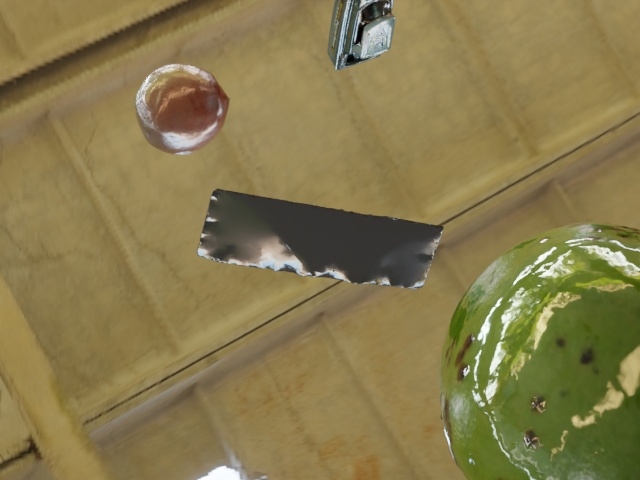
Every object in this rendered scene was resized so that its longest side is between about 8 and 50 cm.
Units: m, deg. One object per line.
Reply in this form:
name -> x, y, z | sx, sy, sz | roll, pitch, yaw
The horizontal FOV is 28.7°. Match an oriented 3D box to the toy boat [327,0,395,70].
toy boat -> 0.043, -0.222, 1.178 | 0.055, 0.141, 0.060 | -22, -123, -26

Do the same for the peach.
peach -> -0.121, -0.116, 1.101 | 0.083, 0.083, 0.083 | 3, -102, -13

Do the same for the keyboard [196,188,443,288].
keyboard -> 0.000, -0.001, 1.041 | 0.196, 0.074, 0.015 | 8, -147, -12

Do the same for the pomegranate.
pomegranate -> 0.127, 0.102, 0.608 | 0.181, 0.181, 0.224 | 29, -73, -6
